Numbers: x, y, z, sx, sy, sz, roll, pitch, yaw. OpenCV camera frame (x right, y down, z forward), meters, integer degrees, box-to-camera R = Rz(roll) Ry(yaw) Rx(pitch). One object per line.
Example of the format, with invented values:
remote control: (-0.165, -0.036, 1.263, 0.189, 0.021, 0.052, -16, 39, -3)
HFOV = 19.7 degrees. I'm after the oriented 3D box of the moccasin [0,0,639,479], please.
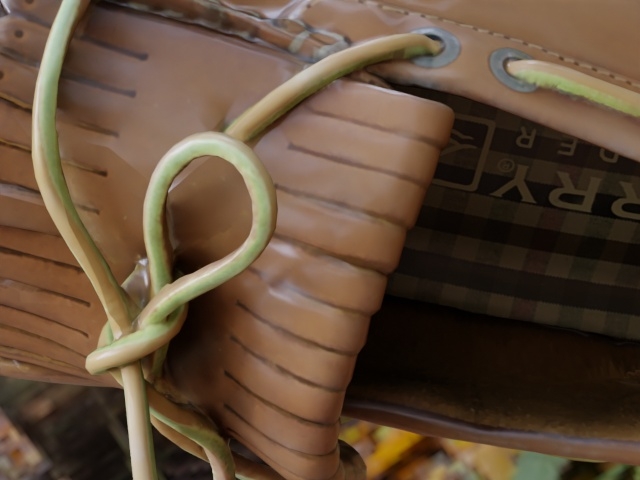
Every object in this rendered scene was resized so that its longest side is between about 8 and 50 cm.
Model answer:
moccasin: (-0.001, 0.002, 0.461, 0.147, 0.380, 0.139, -94, 19, -53)
